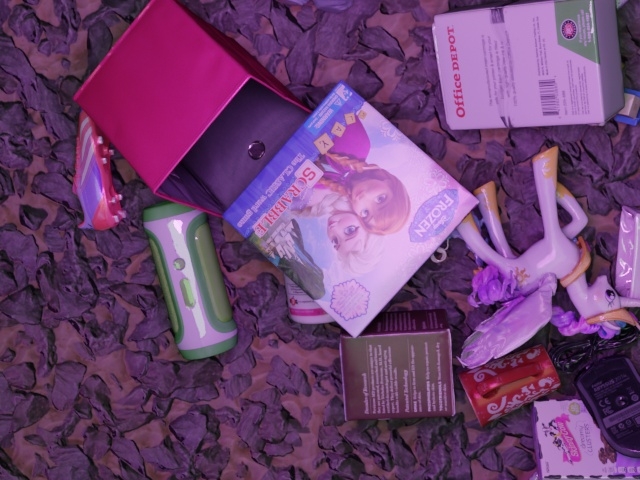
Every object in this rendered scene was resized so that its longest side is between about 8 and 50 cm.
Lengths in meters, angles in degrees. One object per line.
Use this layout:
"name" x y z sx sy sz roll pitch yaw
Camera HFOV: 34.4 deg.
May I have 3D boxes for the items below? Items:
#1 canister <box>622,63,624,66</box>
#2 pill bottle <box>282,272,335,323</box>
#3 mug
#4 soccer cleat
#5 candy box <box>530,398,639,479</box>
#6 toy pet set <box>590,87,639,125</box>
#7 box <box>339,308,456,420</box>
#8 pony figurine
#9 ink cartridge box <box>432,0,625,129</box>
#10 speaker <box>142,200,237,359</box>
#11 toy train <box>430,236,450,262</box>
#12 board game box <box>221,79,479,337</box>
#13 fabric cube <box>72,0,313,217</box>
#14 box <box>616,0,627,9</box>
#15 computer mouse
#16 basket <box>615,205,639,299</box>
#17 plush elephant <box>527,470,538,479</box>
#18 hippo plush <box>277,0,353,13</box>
"canister" 0.439 -0.335 1.850 0.126 0.073 0.170 -41 84 25
"pill bottle" 0.000 0.000 1.911 0.161 0.160 0.282 -9 99 6
"mug" 0.360 0.274 1.939 0.169 0.150 0.113 -24 99 3
"soccer cleat" -0.438 -0.139 1.966 0.095 0.083 0.247 -7 101 10
"candy box" 0.501 0.384 1.934 0.196 0.164 0.070 -2 142 4
"toy pet set" 0.536 -0.262 1.892 0.114 0.065 0.122 22 99 36
"box" 0.144 0.230 1.933 0.203 0.168 0.166 -4 100 5
"pony figurine" 0.365 0.066 1.842 0.351 0.303 0.363 -28 88 5
"ink cartridge box" 0.358 -0.309 1.781 0.289 0.121 0.211 2 111 34
"speaker" -0.246 0.069 1.957 0.131 0.131 0.296 -13 98 6
"toy train" 0.181 -0.037 1.953 0.166 0.046 0.125 31 111 -4
"board game box" 0.051 -0.054 1.781 0.318 0.066 0.318 42 96 6
"fabric cube" -0.214 -0.227 1.802 0.254 0.259 0.258 -50 63 10
"box" 0.518 -0.516 1.798 0.247 0.142 0.163 -43 94 9
"computer mouse" 0.555 0.286 1.908 0.189 0.072 0.272 -23 52 7
"basket" 0.608 0.025 1.894 0.103 0.113 0.167 1 100 2
"plush elephant" 0.407 0.616 1.926 0.330 0.272 0.255 -42 67 -14
"hippo plush" -0.008 -0.541 1.779 0.235 0.294 0.236 10 91 -16
